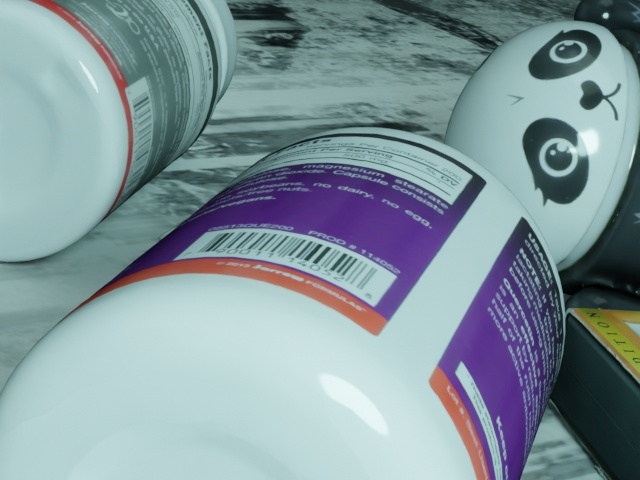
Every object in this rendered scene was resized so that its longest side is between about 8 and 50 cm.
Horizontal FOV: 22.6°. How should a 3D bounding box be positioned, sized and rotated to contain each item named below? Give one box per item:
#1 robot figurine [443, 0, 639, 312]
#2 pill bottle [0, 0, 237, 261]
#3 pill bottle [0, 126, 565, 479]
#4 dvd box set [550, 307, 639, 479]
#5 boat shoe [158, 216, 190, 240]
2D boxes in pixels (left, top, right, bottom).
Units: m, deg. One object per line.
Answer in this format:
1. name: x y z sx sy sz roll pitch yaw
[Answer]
1. robot figurine: 0.215 -0.038 1.014 0.278 0.173 0.209 15 23 -18
2. pill bottle: -0.159 -0.104 1.046 0.161 0.161 0.283 14 21 9
3. pill bottle: 0.002 0.059 0.674 0.181 0.181 0.323 15 20 12
4. dvd box set: 0.366 0.134 0.827 0.420 0.062 0.307 4 22 -19
5. boat shoe: 0.000 0.000 0.975 0.081 0.068 0.228 -20 -5 43
